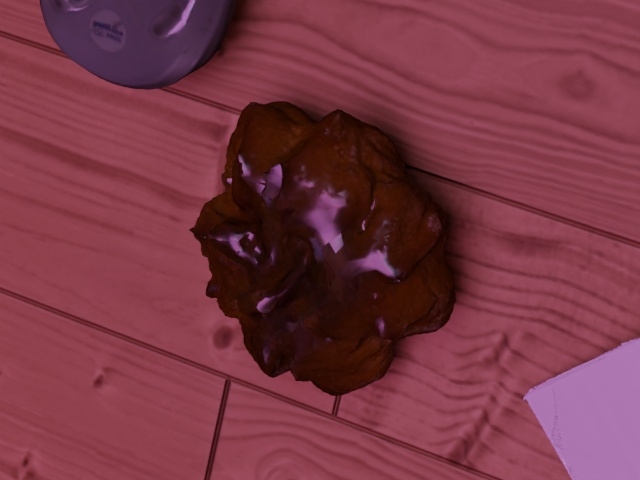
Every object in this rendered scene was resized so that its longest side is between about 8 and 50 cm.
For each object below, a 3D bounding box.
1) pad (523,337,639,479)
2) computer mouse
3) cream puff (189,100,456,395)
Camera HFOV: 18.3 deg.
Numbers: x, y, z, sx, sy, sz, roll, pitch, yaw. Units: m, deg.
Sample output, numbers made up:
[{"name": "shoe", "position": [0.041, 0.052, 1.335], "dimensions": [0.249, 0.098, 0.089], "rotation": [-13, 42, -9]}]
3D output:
[{"name": "pad", "position": [0.280, 0.205, 1.695], "dimensions": [0.156, 0.004, 0.232], "rotation": [-33, 87, 46]}, {"name": "computer mouse", "position": [-0.142, -0.297, 1.753], "dimensions": [0.197, 0.095, 0.331], "rotation": [19, 100, 19]}, {"name": "cream puff", "position": [0.000, 0.000, 1.727], "dimensions": [0.241, 0.155, 0.269], "rotation": [-29, 96, 32]}]
